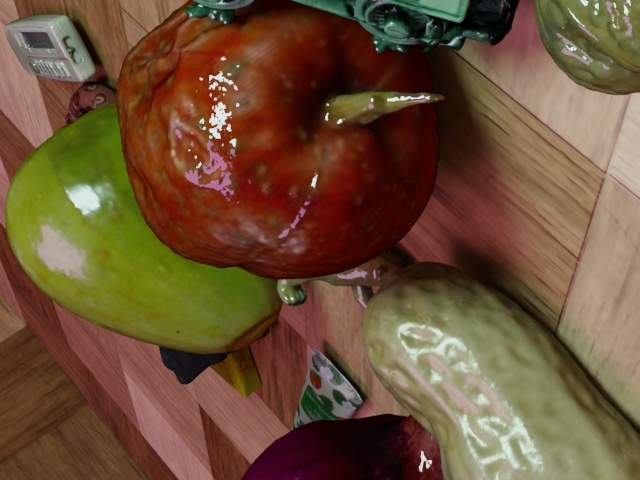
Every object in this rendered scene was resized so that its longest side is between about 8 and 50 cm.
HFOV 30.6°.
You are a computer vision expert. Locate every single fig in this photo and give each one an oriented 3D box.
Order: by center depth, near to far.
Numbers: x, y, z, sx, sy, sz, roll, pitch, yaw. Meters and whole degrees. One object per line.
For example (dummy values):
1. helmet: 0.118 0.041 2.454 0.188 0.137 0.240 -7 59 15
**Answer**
1. fig: -0.184 -0.003 1.315 0.326 0.258 0.258 40 158 -1

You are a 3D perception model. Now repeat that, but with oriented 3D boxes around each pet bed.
1. pet bed: -0.271 -0.128 1.577 0.201 0.053 0.201 39 154 24

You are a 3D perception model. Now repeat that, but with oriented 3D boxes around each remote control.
1. remote control: -0.365 -0.263 1.581 0.230 0.049 0.090 18 137 58

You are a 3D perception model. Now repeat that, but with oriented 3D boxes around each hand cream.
1. hand cream: 0.001 0.228 1.518 0.095 0.059 0.276 46 152 18

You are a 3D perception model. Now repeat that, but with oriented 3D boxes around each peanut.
1. peanut: 0.153 0.147 0.959 0.313 0.152 0.152 52 158 14

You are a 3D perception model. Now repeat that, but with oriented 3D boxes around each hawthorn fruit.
1. hawthorn fruit: -0.033 -0.087 0.889 0.258 0.258 0.262 56 -173 -2

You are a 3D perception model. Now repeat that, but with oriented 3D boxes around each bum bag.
1. bum bag: -0.158 0.113 1.606 0.248 0.060 0.123 -33 86 52

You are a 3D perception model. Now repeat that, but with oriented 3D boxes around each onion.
1. onion: 0.083 0.281 1.142 0.347 0.347 0.385 40 120 34

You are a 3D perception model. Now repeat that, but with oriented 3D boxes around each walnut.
1. walnut: 0.162 -0.122 0.640 0.092 0.092 0.092 45 156 26

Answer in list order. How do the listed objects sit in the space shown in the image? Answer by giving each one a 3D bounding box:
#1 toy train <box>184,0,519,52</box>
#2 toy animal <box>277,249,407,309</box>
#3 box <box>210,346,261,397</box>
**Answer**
1. toy train: -0.002 -0.202 0.717 0.269 0.115 0.154 18 152 6
2. toy animal: 0.000 0.000 1.163 0.219 0.103 0.101 49 134 28
3. box: -0.198 0.114 1.792 0.279 0.041 0.153 34 151 42
